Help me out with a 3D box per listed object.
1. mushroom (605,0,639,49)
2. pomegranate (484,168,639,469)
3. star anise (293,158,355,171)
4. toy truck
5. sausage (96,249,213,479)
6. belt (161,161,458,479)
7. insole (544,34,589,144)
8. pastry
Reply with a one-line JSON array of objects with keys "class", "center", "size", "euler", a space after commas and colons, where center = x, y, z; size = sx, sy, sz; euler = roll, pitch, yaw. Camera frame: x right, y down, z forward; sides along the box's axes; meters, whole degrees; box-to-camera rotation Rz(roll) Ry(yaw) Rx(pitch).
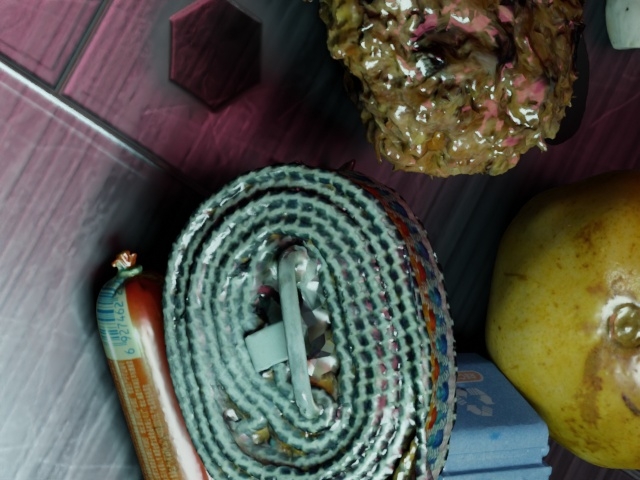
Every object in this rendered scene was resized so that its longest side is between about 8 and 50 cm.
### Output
[{"class": "mushroom", "center": [0.318, -0.276, 1.808], "size": [0.092, 0.081, 0.223], "euler": [15, 86, -14]}, {"class": "pomegranate", "center": [0.262, 0.066, 1.724], "size": [0.264, 0.264, 0.264], "euler": [-5, 99, -32]}, {"class": "star anise", "center": [0.001, 0.001, 1.661], "size": [0.141, 0.042, 0.141], "euler": [1, 88, -23]}, {"class": "toy truck", "center": [0.085, 0.280, 1.678], "size": [0.146, 0.175, 0.367], "euler": [-2, 98, -34]}, {"class": "sausage", "center": [-0.120, 0.131, 1.584], "size": [0.083, 0.083, 0.264], "euler": [-23, 107, -28]}, {"class": "belt", "center": [-0.008, 0.087, 1.517], "size": [0.160, 0.206, 0.295], "euler": [9, 77, -74]}, {"class": "insole", "center": [0.194, -0.209, 1.781], "size": [0.086, 0.005, 0.253], "euler": [-23, 109, -29]}, {"class": "pastry", "center": [0.093, -0.173, 1.631], "size": [0.274, 0.193, 0.275], "euler": [11, 66, -26]}]
